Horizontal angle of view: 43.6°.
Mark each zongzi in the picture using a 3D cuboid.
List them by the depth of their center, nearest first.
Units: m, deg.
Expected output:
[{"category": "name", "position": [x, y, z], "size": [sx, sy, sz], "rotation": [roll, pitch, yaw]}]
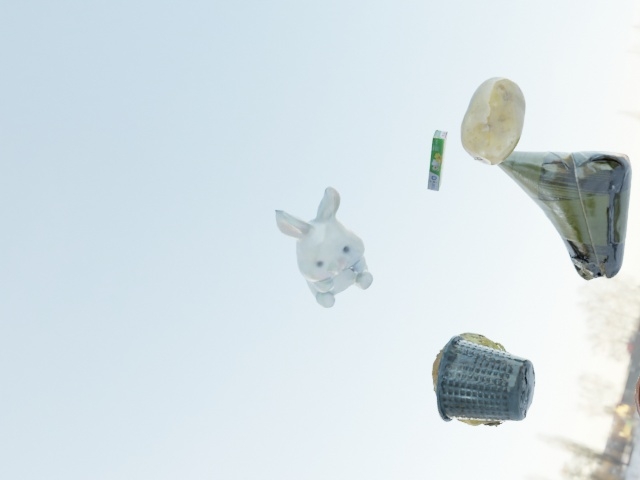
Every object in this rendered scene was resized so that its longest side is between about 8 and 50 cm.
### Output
[{"category": "zongzi", "position": [0.519, -0.060, 1.784], "size": [0.154, 0.317, 0.289], "rotation": [-42, -46, -71]}]

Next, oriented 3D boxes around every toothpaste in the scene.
[{"category": "toothpaste", "position": [0.324, -0.221, 2.218], "size": [0.043, 0.037, 0.178], "rotation": [-67, -18, -47]}]

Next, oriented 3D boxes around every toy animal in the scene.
[{"category": "toy animal", "position": [0.006, 0.009, 2.241], "size": [0.196, 0.241, 0.368], "rotation": [-31, -31, -6]}]

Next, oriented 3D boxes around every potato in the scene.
[{"category": "potato", "position": [0.341, -0.238, 1.572], "size": [0.109, 0.118, 0.178], "rotation": [54, -127, -70]}]

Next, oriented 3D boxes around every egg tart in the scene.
[{"category": "egg tart", "position": [0.486, 0.427, 2.452], "size": [0.132, 0.297, 0.297], "rotation": [19, -93, -68]}]

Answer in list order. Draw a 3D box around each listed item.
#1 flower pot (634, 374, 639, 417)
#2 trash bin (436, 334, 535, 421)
[{"category": "flower pot", "position": [0.573, 0.223, 1.122], "size": [0.173, 0.190, 0.191], "rotation": [7, -79, -23]}, {"category": "trash bin", "position": [0.326, 0.280, 1.555], "size": [0.175, 0.161, 0.176], "rotation": [-15, -72, -58]}]
